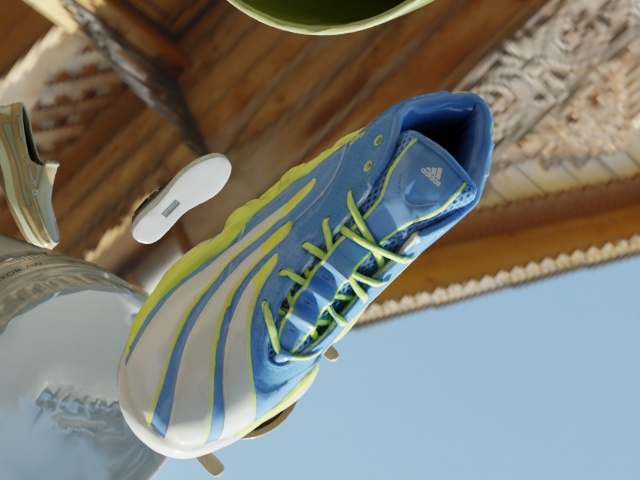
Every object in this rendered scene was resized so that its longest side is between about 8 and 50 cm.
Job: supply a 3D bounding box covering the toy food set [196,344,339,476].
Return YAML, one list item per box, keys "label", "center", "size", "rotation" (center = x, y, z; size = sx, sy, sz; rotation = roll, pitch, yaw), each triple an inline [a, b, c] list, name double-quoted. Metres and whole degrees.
- label: "toy food set"
  center: [-0.085, 0.144, 1.487]
  size: [0.132, 0.038, 0.192]
  rotation: [41, -99, 22]

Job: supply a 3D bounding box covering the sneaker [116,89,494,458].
- label: "sneaker"
  center: [0.000, 0.000, 0.683]
  size: [0.240, 0.091, 0.126]
  rotation: [-47, 180, -32]

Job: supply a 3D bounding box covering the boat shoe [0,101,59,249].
- label: "boat shoe"
  center: [-0.358, -0.080, 1.768]
  size: [0.072, 0.190, 0.068]
  rotation: [-21, -172, 5]

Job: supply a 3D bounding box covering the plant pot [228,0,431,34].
- label: "plant pot"
  center: [0.061, -0.309, 1.180]
  size: [0.275, 0.293, 0.274]
  rotation: [4, -81, 24]

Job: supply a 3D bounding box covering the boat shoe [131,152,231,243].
- label: "boat shoe"
  center: [-0.165, -0.055, 1.637]
  size: [0.142, 0.049, 0.040]
  rotation: [-40, -147, 6]

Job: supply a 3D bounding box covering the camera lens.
- label: "camera lens"
  center: [-0.268, 0.112, 1.232]
  size: [0.274, 0.219, 0.219]
  rotation: [13, -105, 53]
